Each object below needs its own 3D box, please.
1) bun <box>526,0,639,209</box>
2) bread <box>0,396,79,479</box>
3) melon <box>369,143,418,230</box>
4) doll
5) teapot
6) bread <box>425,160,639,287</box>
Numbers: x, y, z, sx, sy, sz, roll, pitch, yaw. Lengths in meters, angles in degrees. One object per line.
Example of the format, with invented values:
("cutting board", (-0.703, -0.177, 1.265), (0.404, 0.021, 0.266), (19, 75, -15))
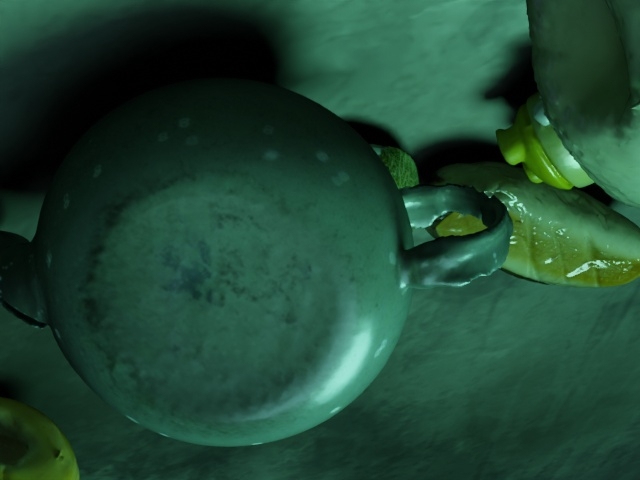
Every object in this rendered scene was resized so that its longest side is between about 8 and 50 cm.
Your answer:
("bun", (0.206, -0.132, 0.635), (0.273, 0.168, 0.273), (-23, 155, -12))
("bread", (-0.247, 0.216, 1.051), (0.142, 0.091, 0.305), (5, 139, -10))
("melon", (0.000, 0.000, 0.844), (0.160, 0.079, 0.128), (-2, 150, -27))
("doll", (0.182, -0.082, 0.820), (0.162, 0.062, 0.106), (-28, 156, 19))
("teapot", (-0.048, 0.008, 0.743), (0.294, 0.129, 0.193), (-7, 112, 4))
("bread", (0.140, -0.011, 0.937), (0.214, 0.053, 0.073), (16, 133, -44))
